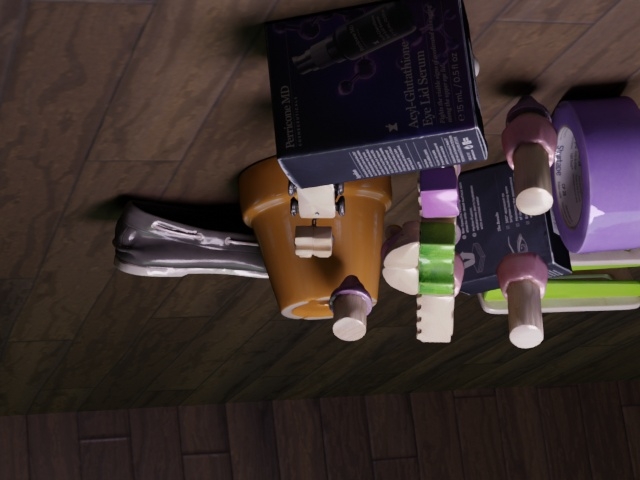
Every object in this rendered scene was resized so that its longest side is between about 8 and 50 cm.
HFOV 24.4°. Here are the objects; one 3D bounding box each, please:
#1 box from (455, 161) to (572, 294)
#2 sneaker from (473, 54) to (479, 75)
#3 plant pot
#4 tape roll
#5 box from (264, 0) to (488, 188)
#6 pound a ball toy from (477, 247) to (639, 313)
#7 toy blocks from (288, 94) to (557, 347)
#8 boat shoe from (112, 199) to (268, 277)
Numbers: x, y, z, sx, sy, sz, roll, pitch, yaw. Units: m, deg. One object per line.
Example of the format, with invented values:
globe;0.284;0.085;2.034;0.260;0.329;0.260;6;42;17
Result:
box;0.252;-0.019;2.058;0.158;0.156;0.093;-13;164;24
sneaker;0.114;-0.172;1.630;0.152;0.058;0.084;-10;159;27
plant pot;0.000;0.000;1.962;0.205;0.188;0.205;-6;164;-2
tape roll;0.340;-0.080;1.813;0.080;0.189;0.189;-6;164;-5
box;0.057;-0.150;1.514;0.207;0.153;0.108;-10;164;9
pound a ball toy;0.409;-0.005;2.284;0.319;0.135;0.208;-2;139;-15
toy blocks;0.130;-0.053;1.820;0.309;0.260;0.288;0;133;4
boat shoe;-0.125;-0.008;2.057;0.335;0.095;0.112;-2;-159;-29
